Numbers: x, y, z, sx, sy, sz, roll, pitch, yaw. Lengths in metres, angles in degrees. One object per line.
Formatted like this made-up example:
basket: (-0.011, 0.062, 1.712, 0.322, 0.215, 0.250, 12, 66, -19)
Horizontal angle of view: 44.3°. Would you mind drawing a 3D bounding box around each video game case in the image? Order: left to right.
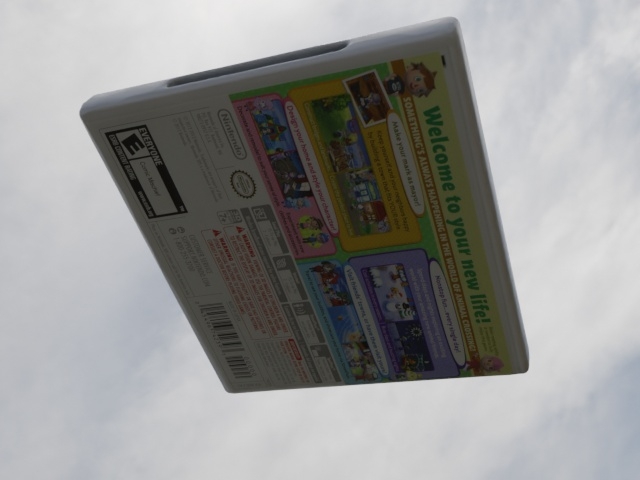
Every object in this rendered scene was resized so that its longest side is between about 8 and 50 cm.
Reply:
video game case: (0.000, 0.000, 0.427, 0.193, 0.023, 0.212, -8, -55, 19)
